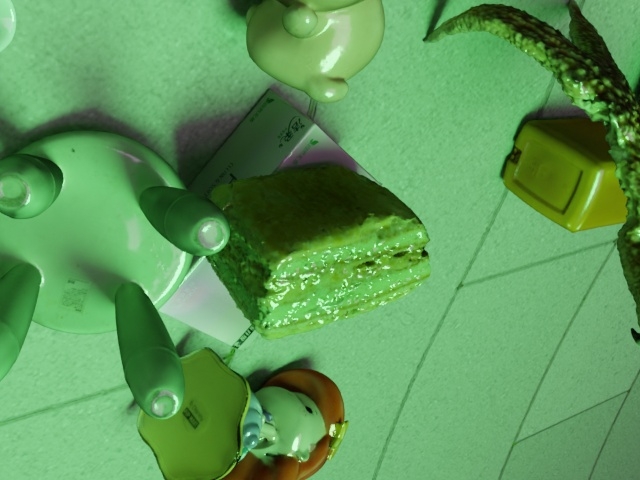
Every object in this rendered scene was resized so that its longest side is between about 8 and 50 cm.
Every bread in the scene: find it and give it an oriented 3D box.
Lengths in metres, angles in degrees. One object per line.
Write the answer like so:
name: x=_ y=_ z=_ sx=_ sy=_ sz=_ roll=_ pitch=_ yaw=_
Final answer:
bread: x=0.000 y=0.000 z=0.786 sx=0.196 sy=0.138 sz=0.102 roll=-12 pitch=130 yaw=-27

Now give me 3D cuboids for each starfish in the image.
starfish: x=0.292 y=-0.118 z=0.905 sx=0.132 sy=0.398 sz=0.384 roll=-43 pitch=171 yaw=28

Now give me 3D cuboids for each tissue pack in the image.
tissue pack: x=-0.071 y=-0.017 z=0.886 sx=0.246 sy=0.092 sz=0.148 roll=-50 pitch=138 yaw=4

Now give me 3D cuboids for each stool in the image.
stool: x=-0.194 y=0.020 z=0.687 sx=0.195 sy=0.198 sz=0.195 roll=13 pitch=104 yaw=-17

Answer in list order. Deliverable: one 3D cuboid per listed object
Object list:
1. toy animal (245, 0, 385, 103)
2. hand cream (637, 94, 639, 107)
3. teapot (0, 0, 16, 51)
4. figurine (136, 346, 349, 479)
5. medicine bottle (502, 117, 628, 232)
toy animal: x=0.003 y=-0.239 z=0.726 sx=0.171 sy=0.171 sz=0.197 roll=-22 pitch=138 yaw=-27
hand cream: x=0.590 y=-0.210 z=1.200 sx=0.230 sy=0.230 sz=0.149 roll=-12 pitch=130 yaw=-34
teapot: x=-0.354 y=-0.135 z=0.510 sx=0.298 sy=0.139 sz=0.204 roll=-22 pitch=137 yaw=-27
figurine: x=-0.091 y=0.246 z=1.038 sx=0.257 sy=0.181 sz=0.208 roll=32 pitch=59 yaw=-51
medicine bottle: x=0.386 y=-0.099 z=1.170 sx=0.222 sy=0.149 sz=0.112 roll=-8 pitch=127 yaw=-37
